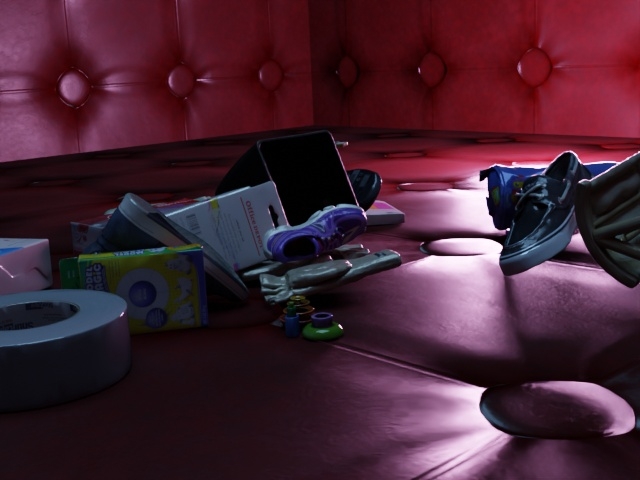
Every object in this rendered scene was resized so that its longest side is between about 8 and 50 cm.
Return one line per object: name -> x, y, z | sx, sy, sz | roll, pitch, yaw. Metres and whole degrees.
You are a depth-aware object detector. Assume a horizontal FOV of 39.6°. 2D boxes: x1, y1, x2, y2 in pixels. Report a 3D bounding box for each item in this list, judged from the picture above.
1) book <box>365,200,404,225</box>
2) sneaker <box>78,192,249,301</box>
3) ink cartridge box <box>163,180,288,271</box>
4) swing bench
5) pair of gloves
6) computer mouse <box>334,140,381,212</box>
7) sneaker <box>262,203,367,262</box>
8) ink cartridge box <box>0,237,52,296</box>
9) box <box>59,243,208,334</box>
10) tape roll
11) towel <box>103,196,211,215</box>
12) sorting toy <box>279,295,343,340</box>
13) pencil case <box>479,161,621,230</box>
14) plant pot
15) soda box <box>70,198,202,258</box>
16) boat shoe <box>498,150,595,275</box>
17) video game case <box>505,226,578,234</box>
book -> 0.106, -0.058, 1.817 | 0.096, 0.035, 0.144 | -3, 12, -11
sneaker -> -0.221, 0.060, 1.207 | 0.226, 0.163, 0.086 | 37, 4, -28
ink cartridge box -> -0.149, -0.008, 1.334 | 0.198, 0.115, 0.067 | -21, 8, -28
swing bench -> 0.534, -0.036, 1.263 | 0.254, 0.165, 0.253 | 3, 20, 43
pair of gloves -> -0.007, 0.047, 1.303 | 0.204, 0.042, 0.240 | -12, 8, -16
computer mouse -> 0.035, -0.115, 1.716 | 0.262, 0.060, 0.184 | -1, 53, 41
sneaker -> 0.000, 0.000, 1.319 | 0.169, 0.068, 0.071 | -22, 25, -20
ink cartridge box -> -0.544, 0.045, 1.350 | 0.230, 0.078, 0.134 | 1, 12, 19
box -> -0.236, 0.065, 1.125 | 0.179, 0.105, 0.043 | -6, 11, -11
tape roll -> -0.322, 0.116, 0.984 | 0.219, 0.072, 0.219 | -3, 11, 1
towel -> -0.321, -0.061, 1.825 | 0.247, 0.038, 0.325 | -7, 7, -13
sorting toy -> -0.017, 0.093, 1.097 | 0.061, 0.042, 0.102 | -11, 15, -36
pencil case -> 0.441, -0.080, 1.583 | 0.305, 0.120, 0.133 | -2, -12, -5
plant pot -> -0.067, -0.062, 1.504 | 0.167, 0.188, 0.187 | -22, -3, 40
soda box -> -0.300, -0.011, 1.549 | 0.092, 0.084, 0.263 | 9, 16, 39
boat shoe -> 0.347, -0.051, 1.387 | 0.108, 0.102, 0.301 | -21, 14, 47
video game case -> 0.407, -0.021, 1.622 | 0.087, 0.011, 0.122 | 10, 17, 43
